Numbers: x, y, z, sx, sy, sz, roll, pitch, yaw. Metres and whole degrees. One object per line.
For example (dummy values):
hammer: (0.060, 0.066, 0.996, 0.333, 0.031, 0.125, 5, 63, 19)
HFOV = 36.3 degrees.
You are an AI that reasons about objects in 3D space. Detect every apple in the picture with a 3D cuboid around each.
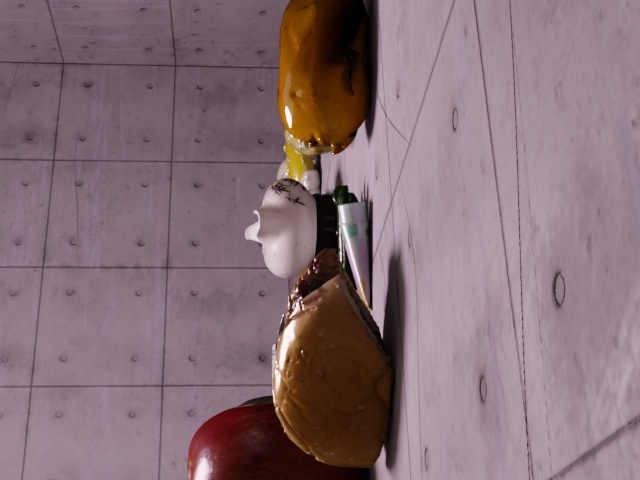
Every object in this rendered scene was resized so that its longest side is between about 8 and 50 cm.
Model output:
apple: (-0.082, 0.410, 1.625, 0.288, 0.316, 0.288, 179, 90, -88)

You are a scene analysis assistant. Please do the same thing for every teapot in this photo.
teapot: (-0.087, -0.021, 2.075, 0.299, 0.165, 0.209, 153, 106, -72)

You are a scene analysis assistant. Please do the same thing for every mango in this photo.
mango: (0.006, -0.286, 1.614, 0.201, 0.152, 0.287, 78, -167, -73)

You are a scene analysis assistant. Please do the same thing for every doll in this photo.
doll: (-0.058, -0.169, 2.613, 0.252, 0.111, 0.237, 99, 155, -53)

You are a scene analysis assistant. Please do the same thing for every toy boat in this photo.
toy boat: (0.046, 0.011, 1.657, 0.104, 0.052, 0.210, 11, -101, -82)

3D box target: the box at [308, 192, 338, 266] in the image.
box: (0.000, 0.000, 2.213, 0.350, 0.058, 0.211, -138, 50, -84)

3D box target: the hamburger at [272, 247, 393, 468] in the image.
hamburger: (0.019, 0.180, 1.379, 0.282, 0.245, 0.155, 45, -174, -19)

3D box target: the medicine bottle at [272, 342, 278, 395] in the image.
medicine bottle: (-0.044, 0.352, 2.233, 0.139, 0.139, 0.237, 117, 152, -79)

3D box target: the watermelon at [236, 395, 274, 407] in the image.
watermelon: (-0.089, 0.447, 1.947, 0.359, 0.278, 0.279, 78, -168, -86)

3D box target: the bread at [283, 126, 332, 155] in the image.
bread: (-0.006, -0.240, 1.904, 0.152, 0.130, 0.267, -53, 6, 0)

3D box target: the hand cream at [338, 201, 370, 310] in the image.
hand cream: (0.063, 0.025, 1.583, 0.076, 0.047, 0.174, -152, 53, -84)
